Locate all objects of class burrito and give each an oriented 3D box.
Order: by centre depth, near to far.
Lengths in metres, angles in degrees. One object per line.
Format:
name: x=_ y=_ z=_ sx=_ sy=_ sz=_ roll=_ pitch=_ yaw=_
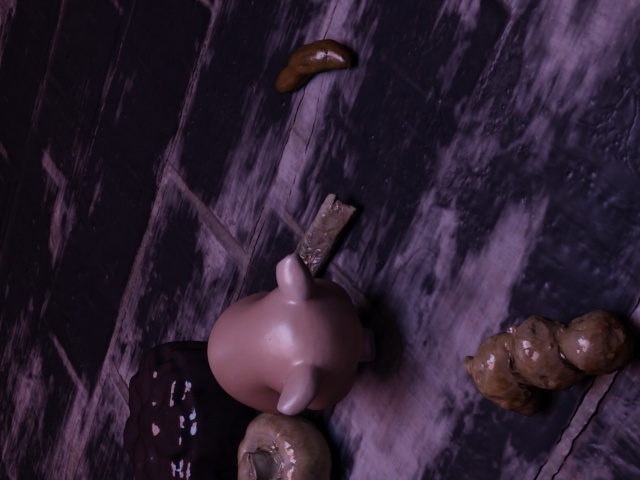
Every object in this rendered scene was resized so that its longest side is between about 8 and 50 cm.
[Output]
burrito: x=-0.001 y=0.001 z=1.493 sx=0.051 sy=0.042 sz=0.171 roll=41 pitch=131 yaw=12

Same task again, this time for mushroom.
mushroom: x=-0.059 y=0.325 z=1.489 sx=0.166 sy=0.127 sz=0.166 roll=-20 pitch=65 yaw=53

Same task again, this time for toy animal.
toy animal: x=-0.030 y=0.147 z=1.384 sx=0.256 sy=0.213 sz=0.195 roll=-24 pitch=66 yaw=51

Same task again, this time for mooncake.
mooncake: x=-0.234 y=0.304 z=1.719 sx=0.283 sy=0.141 sz=0.283 roll=-9 pitch=79 yaw=55

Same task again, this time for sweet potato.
sweet potato: x=-0.019 y=-0.260 z=1.525 sx=0.182 sy=0.054 sz=0.053 roll=-14 pitch=68 yaw=55

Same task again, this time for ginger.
ginger: x=0.248 y=0.126 z=1.121 sx=0.104 sy=0.080 sz=0.204 roll=52 pitch=138 yaw=-2
